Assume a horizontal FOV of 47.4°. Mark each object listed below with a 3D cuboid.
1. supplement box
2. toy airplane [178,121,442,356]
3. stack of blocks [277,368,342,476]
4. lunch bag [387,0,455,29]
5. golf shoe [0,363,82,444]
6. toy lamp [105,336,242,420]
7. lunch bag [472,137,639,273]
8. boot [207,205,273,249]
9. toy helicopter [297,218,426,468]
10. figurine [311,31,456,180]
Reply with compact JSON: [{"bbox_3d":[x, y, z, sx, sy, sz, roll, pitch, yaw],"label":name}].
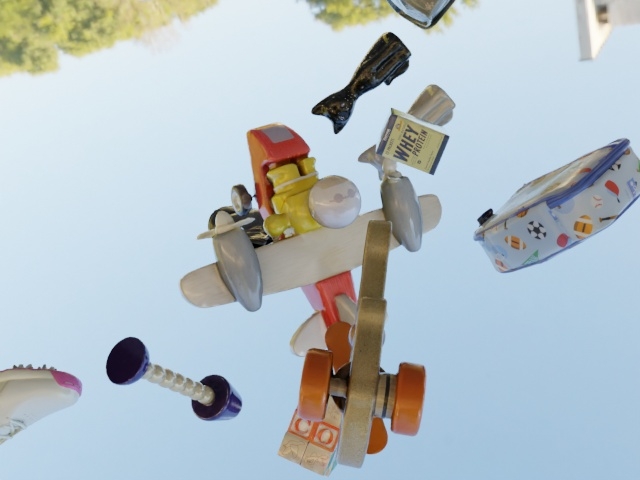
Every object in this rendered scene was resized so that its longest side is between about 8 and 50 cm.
[{"bbox_3d":[0.121,-0.133,0.973,0.083,0.056,0.083,21,-163,-1],"label":"supplement box"},{"bbox_3d":[0.000,0.000,1.228,0.384,0.272,0.386,26,-120,-7],"label":"toy airplane"},{"bbox_3d":[0.010,0.331,1.331,0.087,0.171,0.297,21,-177,11],"label":"stack of blocks"},{"bbox_3d":[0.275,-0.655,1.778,0.235,0.169,0.287,-53,-179,12],"label":"lunch bag"},{"bbox_3d":[-0.469,0.258,0.983,0.306,0.115,0.140,-14,-122,2],"label":"golf shoe"},{"bbox_3d":[-0.213,0.223,1.128,0.080,0.274,0.080,-14,-123,23],"label":"toy lamp"},{"bbox_3d":[0.428,-0.064,1.322,0.243,0.115,0.303,-39,-175,-29],"label":"lunch bag"},{"bbox_3d":[-0.053,-0.013,1.555,0.338,0.118,0.222,-15,-155,-25],"label":"boot"},{"bbox_3d":[0.064,0.129,0.973,0.140,0.235,0.355,7,-128,5],"label":"toy helicopter"},{"bbox_3d":[0.123,-0.247,1.395,0.209,0.215,0.092,-43,-166,5],"label":"figurine"}]
